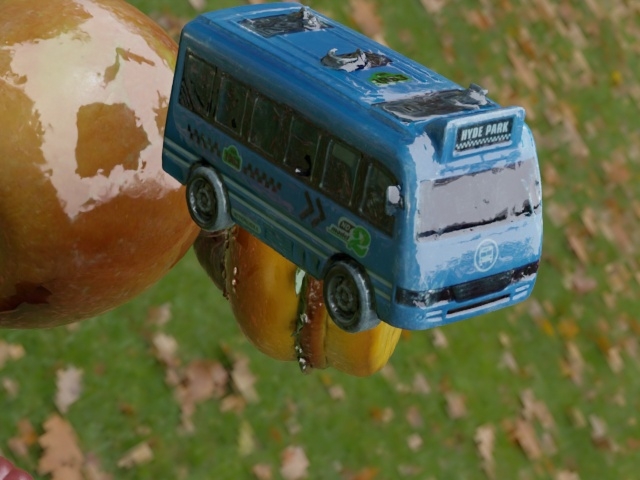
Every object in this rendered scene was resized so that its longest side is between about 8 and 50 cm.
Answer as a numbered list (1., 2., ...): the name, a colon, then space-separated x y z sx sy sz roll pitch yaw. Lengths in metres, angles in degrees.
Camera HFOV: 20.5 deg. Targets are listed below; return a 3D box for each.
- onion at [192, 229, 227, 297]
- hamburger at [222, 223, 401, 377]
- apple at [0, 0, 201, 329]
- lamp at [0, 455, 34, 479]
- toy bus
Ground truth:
1. onion: -0.042 -0.035 2.074 0.190 0.246 0.246 39 27 -61
2. hamburger: 0.000 0.001 1.615 0.246 0.170 0.246 10 90 -80
3. apple: -0.201 -0.054 1.241 0.253 0.253 0.253 46 24 -28
4. lamp: -0.236 0.198 1.229 0.107 0.107 0.092 53 36 -14
5. toy bus: 0.016 -0.048 1.034 0.113 0.134 0.246 -13 31 -36
